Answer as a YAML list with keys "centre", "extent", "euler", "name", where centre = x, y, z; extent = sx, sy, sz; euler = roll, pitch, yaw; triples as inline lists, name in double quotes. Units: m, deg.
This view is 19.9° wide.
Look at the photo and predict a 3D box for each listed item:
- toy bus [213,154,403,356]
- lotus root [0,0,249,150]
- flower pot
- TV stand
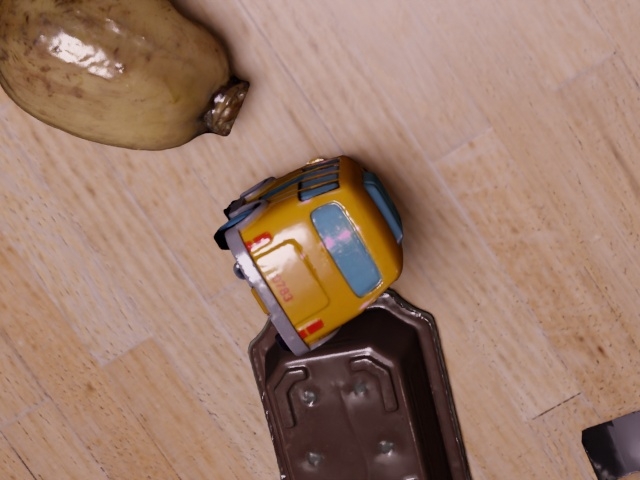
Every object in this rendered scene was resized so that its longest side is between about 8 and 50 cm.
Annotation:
- centre: [0.000, 0.000, 1.538]
  extent: [0.136, 0.209, 0.126]
  euler: [-30, 100, 7]
  name: "toy bus"
- centre: [-0.185, -0.165, 1.548]
  extent: [0.257, 0.140, 0.154]
  euler: [23, 116, -5]
  name: "lotus root"
- centre: [0.032, 0.178, 1.650]
  extent: [0.179, 0.084, 0.251]
  euler: [-11, 105, 12]
  name: "flower pot"
- centre: [0.359, 0.151, 1.608]
  extent: [0.256, 0.040, 0.049]
  euler: [-21, 103, 15]
  name: "TV stand"
